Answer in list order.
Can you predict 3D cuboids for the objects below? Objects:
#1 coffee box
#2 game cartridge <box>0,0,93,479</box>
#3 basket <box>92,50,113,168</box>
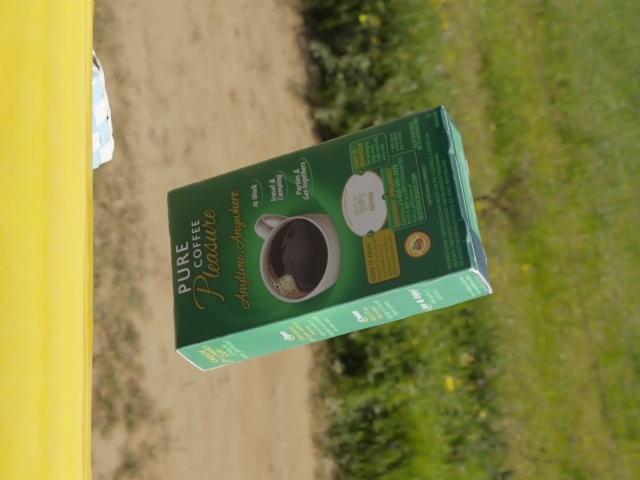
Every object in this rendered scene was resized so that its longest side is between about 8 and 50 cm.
[{"bbox_3d":[0.000,0.000,0.804,0.040,0.184,0.113,47,30,-56],"label":"coffee box"},{"bbox_3d":[-0.198,0.086,0.327,0.052,0.285,0.324,153,-64,-82],"label":"game cartridge"},{"bbox_3d":[-0.329,-0.115,1.131,0.201,0.289,0.255,101,-32,-59],"label":"basket"}]
